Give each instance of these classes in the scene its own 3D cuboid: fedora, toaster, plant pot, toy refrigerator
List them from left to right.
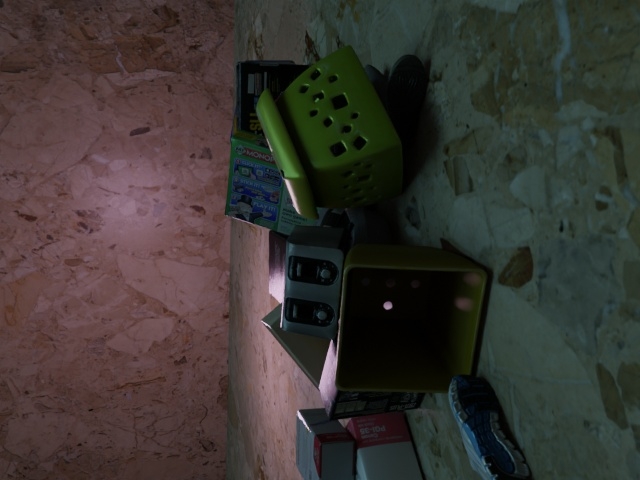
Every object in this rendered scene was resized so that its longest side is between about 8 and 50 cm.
[{"bbox_3d":[-0.007,0.256,1.508,0.270,0.094,0.102,52,167,-10],"label":"toy refrigerator"},{"bbox_3d":[-0.005,0.064,1.215,0.186,0.110,0.168,-68,-16,-73],"label":"toaster"},{"bbox_3d":[0.013,-0.179,1.240,0.228,0.207,0.227,74,174,-69],"label":"plant pot"},{"bbox_3d":[0.065,0.037,1.404,0.244,0.124,0.276,-122,45,-55],"label":"fedora"},{"bbox_3d":[0.128,0.104,1.098,0.187,0.212,0.212,-100,13,-69],"label":"plant pot"}]

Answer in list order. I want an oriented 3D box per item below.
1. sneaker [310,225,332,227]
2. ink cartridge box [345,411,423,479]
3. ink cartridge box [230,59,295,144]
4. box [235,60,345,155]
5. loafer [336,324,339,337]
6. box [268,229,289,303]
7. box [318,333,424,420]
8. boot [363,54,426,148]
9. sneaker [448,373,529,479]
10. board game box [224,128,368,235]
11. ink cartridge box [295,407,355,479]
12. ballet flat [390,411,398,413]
[{"bbox_3d":[0.000,0.000,1.321,0.098,0.069,0.038,-128,50,-57],"label":"sneaker"},{"bbox_3d":[0.119,0.507,1.295,0.207,0.117,0.283,108,155,-48],"label":"ink cartridge box"},{"bbox_3d":[-0.155,-0.262,1.870,0.395,0.151,0.270,111,152,-57],"label":"ink cartridge box"},{"bbox_3d":[-0.072,-0.257,1.609,0.079,0.257,0.322,-145,54,-73],"label":"box"},{"bbox_3d":[0.028,0.251,1.631,0.267,0.084,0.096,132,134,-67],"label":"loafer"},{"bbox_3d":[-0.026,0.065,1.648,0.203,0.166,0.169,-151,60,-71],"label":"box"},{"bbox_3d":[0.101,0.241,1.212,0.078,0.180,0.147,-111,24,-45],"label":"box"},{"bbox_3d":[0.127,-0.290,1.276,0.209,0.076,0.190,-104,19,-53],"label":"boot"},{"bbox_3d":[0.231,0.288,0.983,0.083,0.071,0.191,97,162,-47],"label":"sneaker"},{"bbox_3d":[-0.049,-0.103,1.483,0.046,0.317,0.214,-64,-10,-51],"label":"board game box"},{"bbox_3d":[0.007,0.422,1.333,0.175,0.072,0.128,-153,63,-73],"label":"ink cartridge box"},{"bbox_3d":[0.138,0.348,1.367,0.114,0.041,0.041,108,154,-49],"label":"ballet flat"}]
